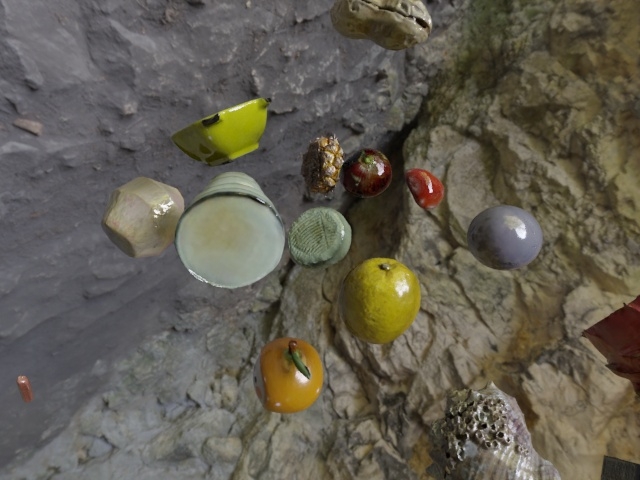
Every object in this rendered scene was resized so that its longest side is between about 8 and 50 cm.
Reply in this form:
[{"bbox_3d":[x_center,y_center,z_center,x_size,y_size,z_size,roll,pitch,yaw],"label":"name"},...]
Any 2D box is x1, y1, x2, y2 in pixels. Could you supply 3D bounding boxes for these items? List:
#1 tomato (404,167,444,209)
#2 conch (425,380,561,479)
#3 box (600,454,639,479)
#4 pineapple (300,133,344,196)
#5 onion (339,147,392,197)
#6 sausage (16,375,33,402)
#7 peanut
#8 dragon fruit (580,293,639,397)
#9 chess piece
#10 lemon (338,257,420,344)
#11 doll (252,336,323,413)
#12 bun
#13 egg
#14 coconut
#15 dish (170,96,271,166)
[{"bbox_3d":[0.409,-0.206,1.528,0.174,0.166,0.082,-5,160,-44],"label":"tomato"},{"bbox_3d":[0.253,0.328,0.618,0.178,0.163,0.245,-66,-152,13],"label":"conch"},{"bbox_3d":[0.728,0.486,0.716,0.211,0.350,0.058,60,49,-63],"label":"box"},{"bbox_3d":[-0.005,-0.259,1.391,0.076,0.224,0.225,4,142,-38],"label":"pineapple"},{"bbox_3d":[0.107,-0.150,0.918,0.117,0.119,0.118,-52,171,-5],"label":"onion"},{"bbox_3d":[-0.943,0.477,1.293,0.035,0.030,0.147,-6,140,-29],"label":"sausage"},{"bbox_3d":[0.141,-0.546,0.990,0.130,0.290,0.130,-39,146,-33],"label":"peanut"},{"bbox_3d":[0.797,0.234,0.919,0.305,0.225,0.305,-17,146,-12],"label":"dragon fruit"},{"bbox_3d":[-0.129,-0.043,0.600,0.133,0.133,0.243,-42,-156,7],"label":"chess piece"},{"bbox_3d":[0.123,0.130,0.864,0.170,0.170,0.207,-33,147,-39],"label":"lemon"},{"bbox_3d":[-0.082,0.352,1.120,0.213,0.213,0.236,-31,148,-44],"label":"doll"},{"bbox_3d":[0.000,0.000,1.194,0.195,0.195,0.118,-41,155,6],"label":"bun"},{"bbox_3d":[0.414,-0.006,0.907,0.199,0.146,0.146,-1,146,-39],"label":"egg"},{"bbox_3d":[-0.543,-0.078,1.282,0.259,0.259,0.259,-39,170,-8],"label":"coconut"},{"bbox_3d":[-0.222,-0.249,0.975,0.221,0.108,0.262,-33,-159,-30],"label":"dish"}]
